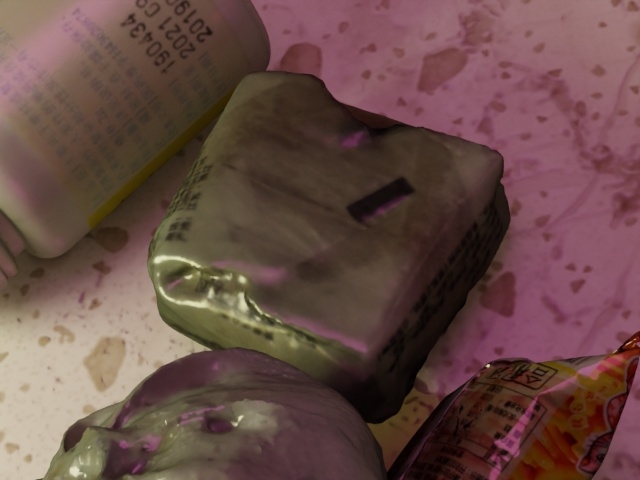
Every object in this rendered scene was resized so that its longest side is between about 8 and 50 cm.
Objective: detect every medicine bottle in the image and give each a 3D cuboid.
[{"bbox_3d":[-0.238,-0.115,1.352,0.378,0.213,0.213,-43,57,-12],"label":"medicine bottle"}]

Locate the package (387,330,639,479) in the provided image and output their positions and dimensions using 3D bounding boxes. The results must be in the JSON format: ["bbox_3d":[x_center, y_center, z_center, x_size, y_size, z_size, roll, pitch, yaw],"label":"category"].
[{"bbox_3d":[0.099,0.177,1.086,0.108,0.223,0.288,44,73,-2],"label":"package"}]

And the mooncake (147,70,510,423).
[{"bbox_3d":[0.000,0.004,1.256,0.250,0.136,0.254,21,62,24],"label":"mooncake"}]

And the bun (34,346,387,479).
[{"bbox_3d":[-0.110,0.222,1.049,0.354,0.194,0.354,-43,24,24],"label":"bun"}]
